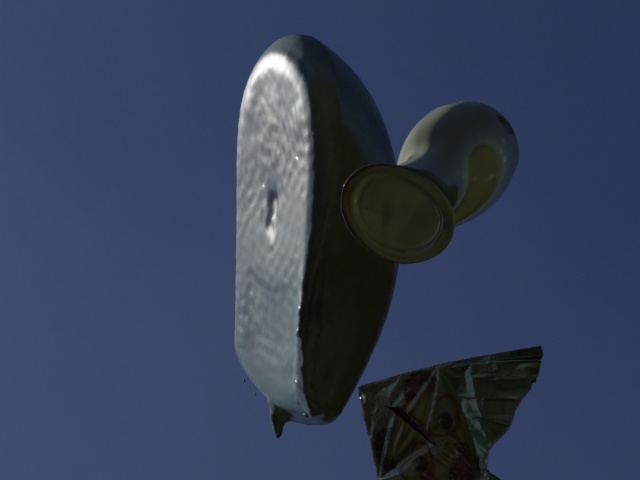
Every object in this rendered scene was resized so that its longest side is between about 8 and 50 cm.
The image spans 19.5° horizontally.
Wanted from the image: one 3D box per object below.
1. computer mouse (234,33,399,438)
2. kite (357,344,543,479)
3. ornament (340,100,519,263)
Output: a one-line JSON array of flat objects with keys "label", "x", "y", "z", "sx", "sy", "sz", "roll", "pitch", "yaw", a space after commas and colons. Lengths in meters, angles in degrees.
[{"label": "computer mouse", "x": 0.000, "y": 0.000, "z": 1.693, "sx": 0.122, "sy": 0.188, "sz": 0.371, "roll": 1, "pitch": -79, "yaw": -25}, {"label": "kite", "x": 0.120, "y": 0.180, "z": 1.413, "sx": 0.012, "sy": 0.250, "sz": 0.229, "roll": 1, "pitch": -63, "yaw": -55}, {"label": "ornament", "x": 0.074, "y": -0.038, "z": 1.162, "sx": 0.075, "sy": 0.156, "sz": 0.081, "roll": 22, "pitch": -64, "yaw": 14}]
